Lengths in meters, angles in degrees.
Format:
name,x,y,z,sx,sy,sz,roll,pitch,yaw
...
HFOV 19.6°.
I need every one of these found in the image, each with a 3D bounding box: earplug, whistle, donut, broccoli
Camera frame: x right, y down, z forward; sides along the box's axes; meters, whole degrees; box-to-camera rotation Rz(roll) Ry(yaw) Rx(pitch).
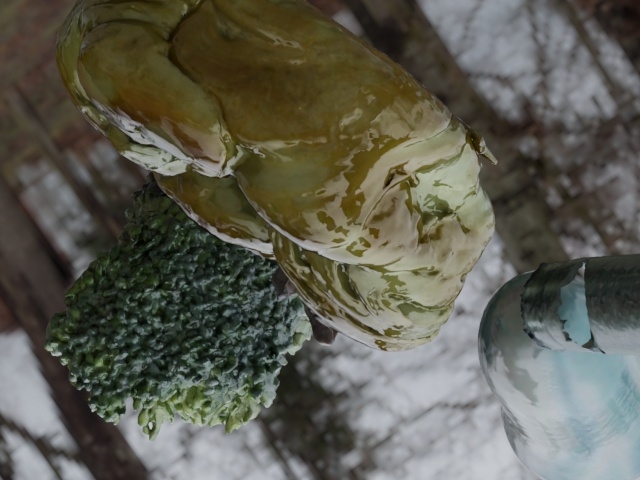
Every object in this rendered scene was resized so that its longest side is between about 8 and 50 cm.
name,x,y,z,sx,sy,sz,roll,pitch,yaw
earplug,0.232,0.119,1.764,0.185,0.185,0.324,-33,155,4
whistle,0.190,0.036,1.031,0.062,0.062,0.312,-36,-174,-13
donut,-0.030,-0.070,1.345,0.170,0.360,0.360,-53,-168,-6
broccoli,-0.143,0.078,2.200,0.338,0.277,0.317,-60,-178,-6

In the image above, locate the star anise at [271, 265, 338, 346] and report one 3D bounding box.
name,x,y,z,sx,sy,sz,roll,pitch,yaw
star anise,-0.009,0.003,1.853,0.063,0.208,0.171,-6,179,34
